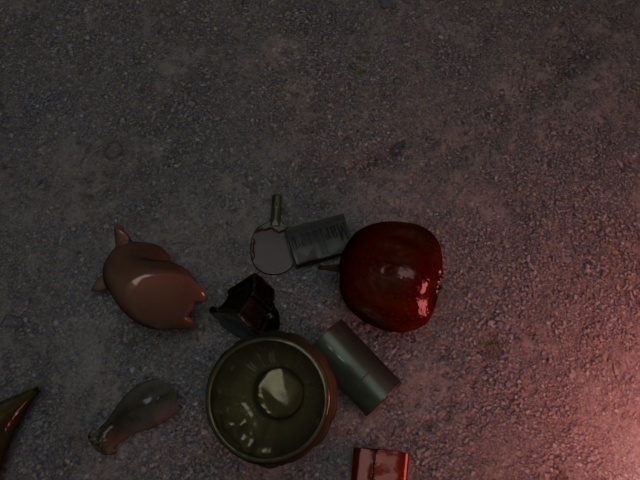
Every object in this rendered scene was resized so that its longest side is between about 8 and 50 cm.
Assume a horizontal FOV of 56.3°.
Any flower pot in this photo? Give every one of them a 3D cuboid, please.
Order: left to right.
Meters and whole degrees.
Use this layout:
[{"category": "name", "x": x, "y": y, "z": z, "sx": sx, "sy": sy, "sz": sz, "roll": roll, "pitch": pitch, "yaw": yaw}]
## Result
[{"category": "flower pot", "x": -0.105, "y": 0.368, "z": 1.415, "sx": 0.307, "sy": 0.244, "sz": 0.308, "roll": -1, "pitch": 80, "yaw": 7}]

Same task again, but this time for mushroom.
[{"category": "mushroom", "x": -0.462, "y": 0.431, "z": 1.467, "sx": 0.225, "sy": 0.093, "sz": 0.116, "roll": -31, "pitch": 97, "yaw": -18}]

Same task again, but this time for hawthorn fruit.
[{"category": "hawthorn fruit", "x": 0.151, "y": 0.088, "z": 1.550, "sx": 0.330, "sy": 0.287, "sz": 0.287, "roll": 7, "pitch": 70, "yaw": 15}]

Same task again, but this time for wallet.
[{"category": "wallet", "x": 0.142, "y": 0.619, "z": 1.467, "sx": 0.142, "sy": 0.045, "sz": 0.205, "roll": 8, "pitch": 71, "yaw": -1}]

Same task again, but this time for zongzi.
[{"category": "zongzi", "x": -0.766, "y": 0.499, "z": 1.424, "sx": 0.256, "sy": 0.115, "sz": 0.228, "roll": -21, "pitch": 78, "yaw": -21}]

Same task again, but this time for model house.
[{"category": "model house", "x": -0.175, "y": 0.180, "z": 1.577, "sx": 0.165, "sy": 0.106, "sz": 0.152, "roll": 48, "pitch": 58, "yaw": -25}]

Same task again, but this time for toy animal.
[{"category": "toy animal", "x": -0.437, "y": 0.100, "z": 1.524, "sx": 0.212, "sy": 0.256, "sz": 0.195, "roll": 17, "pitch": 98, "yaw": -38}]

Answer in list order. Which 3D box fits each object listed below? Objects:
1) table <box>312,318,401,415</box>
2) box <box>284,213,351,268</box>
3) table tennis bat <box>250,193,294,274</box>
[{"category": "table", "x": 0.085, "y": 0.322, "z": 1.521, "sx": 0.126, "sy": 0.126, "sz": 0.220, "roll": -41, "pitch": 79, "yaw": -15}, {"category": "box", "x": 0.000, "y": 0.000, "z": 1.664, "sx": 0.177, "sy": 0.036, "sz": 0.115, "roll": -16, "pitch": 76, "yaw": -14}, {"category": "table tennis bat", "x": -0.129, "y": -0.018, "z": 1.678, "sx": 0.131, "sy": 0.022, "sz": 0.235, "roll": 3, "pitch": 72, "yaw": -4}]
